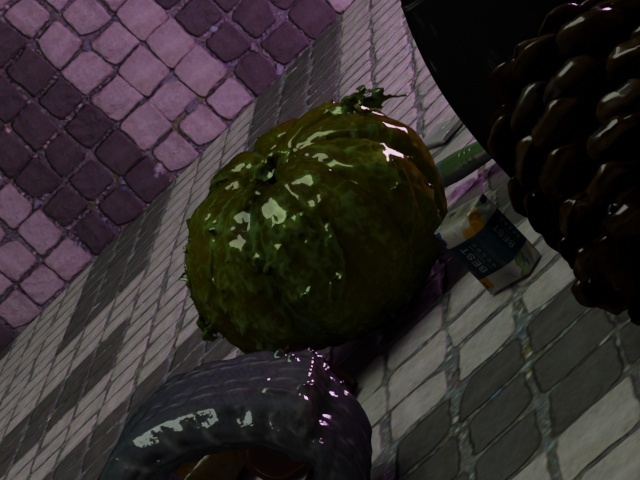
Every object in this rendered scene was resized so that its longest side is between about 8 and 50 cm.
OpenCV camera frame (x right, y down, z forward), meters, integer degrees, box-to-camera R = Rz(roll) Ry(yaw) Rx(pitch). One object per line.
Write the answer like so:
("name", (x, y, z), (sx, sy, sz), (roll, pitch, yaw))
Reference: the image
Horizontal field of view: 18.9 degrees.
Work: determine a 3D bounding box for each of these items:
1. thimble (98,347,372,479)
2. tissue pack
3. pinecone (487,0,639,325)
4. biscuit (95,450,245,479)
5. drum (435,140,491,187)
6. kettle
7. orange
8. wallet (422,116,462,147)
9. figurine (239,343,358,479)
("thimble", (-0.071, 0.203, 1.634), (0.236, 0.205, 0.172), (-43, 11, 20))
("tissue pack", (0.156, 0.004, 1.796), (0.062, 0.083, 0.042), (-32, 17, 49))
("pinecone", (0.244, -0.066, 1.411), (0.224, 0.224, 0.272), (-43, 44, 18))
("biscuit", (-0.171, 0.269, 2.124), (0.367, 0.063, 0.314), (-29, 24, 55))
("drum", (0.190, -0.096, 2.092), (0.253, 0.049, 0.130), (-38, 15, 37))
("kettle", (0.212, -0.189, 1.742), (0.207, 0.290, 0.268), (-52, 14, -28))
("orange", (0.000, 0.000, 2.020), (0.300, 0.223, 0.301), (-19, 29, 45))
("wallet", (0.153, -0.136, 2.447), (0.044, 0.011, 0.083), (-50, 12, -16))
("figurine", (-0.026, 0.177, 1.921), (0.098, 0.082, 0.154), (-62, -2, 41))
